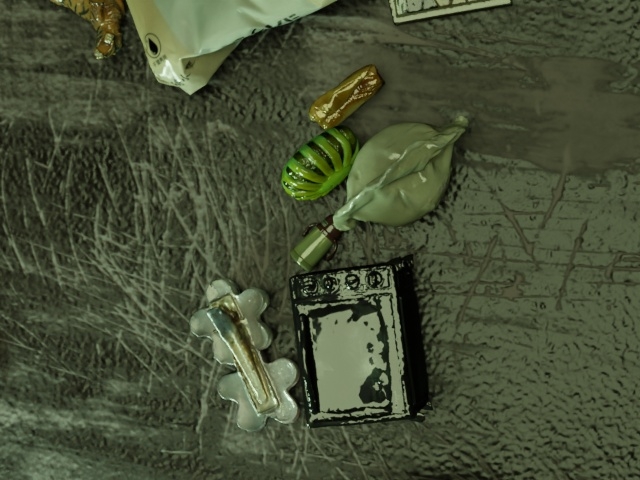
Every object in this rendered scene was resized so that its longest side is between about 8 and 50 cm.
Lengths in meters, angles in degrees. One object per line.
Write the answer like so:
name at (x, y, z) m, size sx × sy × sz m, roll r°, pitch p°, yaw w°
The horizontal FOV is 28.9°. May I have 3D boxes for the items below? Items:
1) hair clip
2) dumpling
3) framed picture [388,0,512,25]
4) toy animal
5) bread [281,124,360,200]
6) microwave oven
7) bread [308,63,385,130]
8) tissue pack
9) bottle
hair clip at (-0.118, 0.181, 1.983) m, size 0.146 × 0.075 × 0.257 m, roll -26°, pitch 92°, yaw 13°
dumpling at (0.119, -0.099, 1.866) m, size 0.258 × 0.193 × 0.147 m, roll -38°, pitch 88°, yaw 11°
framed picture at (0.187, -0.481, 1.941) m, size 0.192 × 0.018 × 0.265 m, roll -9°, pitch 89°, yaw 12°
toy animal at (-0.415, -0.414, 2.033) m, size 0.255 × 0.114 × 0.116 m, roll 32°, pitch 139°, yaw 14°
bread at (0.003, -0.116, 1.928) m, size 0.139 × 0.130 × 0.071 m, roll -36°, pitch 73°, yaw -9°
microwave oven at (0.063, 0.155, 1.882) m, size 0.178 × 0.188 × 0.247 m, roll -8°, pitch 88°, yaw 11°
bread at (0.041, -0.225, 1.944) m, size 0.132 × 0.074 × 0.053 m, roll -37°, pitch 94°, yaw 11°
tissue pack at (-0.153, -0.473, 1.930) m, size 0.376 × 0.195 × 0.390 m, roll -25°, pitch 85°, yaw 23°
bottle at (0.001, 0.001, 1.968) m, size 0.063 × 0.047 × 0.101 m, roll 43°, pitch 94°, yaw -3°
